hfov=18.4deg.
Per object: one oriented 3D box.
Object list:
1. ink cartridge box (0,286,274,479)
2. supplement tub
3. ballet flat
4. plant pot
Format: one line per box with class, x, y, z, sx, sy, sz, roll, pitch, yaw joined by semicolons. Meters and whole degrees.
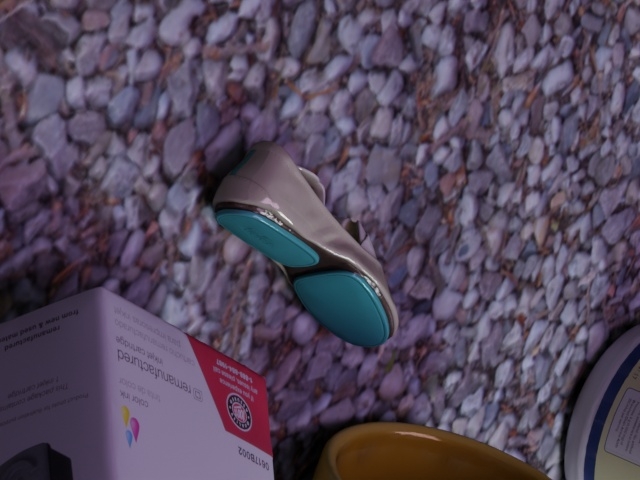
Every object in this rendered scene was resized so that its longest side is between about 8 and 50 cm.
ink cartridge box;-0.132;0.217;1.403;0.226;0.131;0.306;35;40;-52
supplement tub;0.444;0.234;2.050;0.235;0.325;0.235;-24;124;-41
ballet flat;0.000;0.000;1.627;0.086;0.086;0.248;-58;139;-13
plant pot;0.088;0.322;1.747;0.254;0.254;0.239;-5;120;-49
